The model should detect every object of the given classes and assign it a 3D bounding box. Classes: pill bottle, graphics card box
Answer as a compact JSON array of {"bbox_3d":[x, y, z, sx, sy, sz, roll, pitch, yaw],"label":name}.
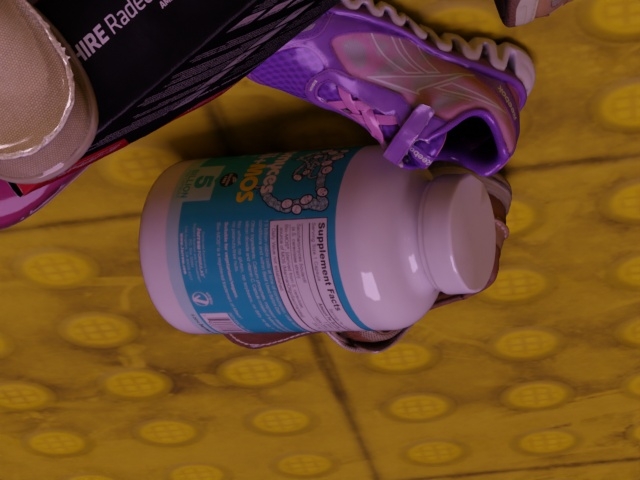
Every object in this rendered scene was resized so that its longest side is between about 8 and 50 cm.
[{"bbox_3d":[0.000,0.000,1.381,0.264,0.146,0.146,-3,152,27],"label":"pill bottle"},{"bbox_3d":[-0.036,-0.176,1.047,0.371,0.094,0.233,-32,-179,44],"label":"graphics card box"}]

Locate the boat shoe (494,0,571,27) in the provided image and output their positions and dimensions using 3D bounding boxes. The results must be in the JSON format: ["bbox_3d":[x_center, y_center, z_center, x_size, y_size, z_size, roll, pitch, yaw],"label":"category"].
[{"bbox_3d":[0.157,-0.212,1.157,0.072,0.068,0.190,-12,160,-5],"label":"boat shoe"}]

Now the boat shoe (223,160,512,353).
[{"bbox_3d":[0.027,0.036,1.518,0.123,0.116,0.324,24,142,-37],"label":"boat shoe"}]

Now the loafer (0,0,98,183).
[{"bbox_3d":[-0.235,-0.137,0.971,0.102,0.268,0.092,-46,176,2],"label":"loafer"}]

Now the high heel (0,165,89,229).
[{"bbox_3d":[-0.308,-0.080,1.278,0.377,0.127,0.181,-32,124,9],"label":"high heel"}]

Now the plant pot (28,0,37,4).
[{"bbox_3d":[-0.323,-0.137,1.131,0.284,0.191,0.284,-2,151,-1],"label":"plant pot"}]

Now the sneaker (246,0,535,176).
[{"bbox_3d":[0.053,-0.106,1.285,0.236,0.104,0.095,12,149,-20],"label":"sneaker"}]
